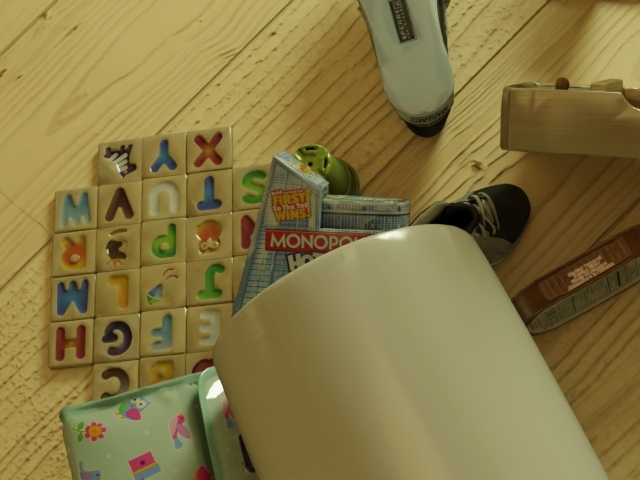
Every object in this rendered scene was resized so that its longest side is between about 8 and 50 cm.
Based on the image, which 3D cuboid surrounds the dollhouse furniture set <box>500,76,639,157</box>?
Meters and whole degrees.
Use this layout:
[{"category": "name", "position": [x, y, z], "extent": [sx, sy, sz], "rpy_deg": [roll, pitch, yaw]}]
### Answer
[{"category": "dollhouse furniture set", "position": [0.341, -0.291, 1.809], "extent": [0.256, 0.362, 0.394], "rpy_deg": [5, 98, 17]}]

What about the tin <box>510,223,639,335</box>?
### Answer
[{"category": "tin", "position": [0.290, 0.044, 1.818], "extent": [0.190, 0.106, 0.040], "rpy_deg": [-30, 73, 2]}]

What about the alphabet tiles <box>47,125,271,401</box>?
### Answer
[{"category": "alphabet tiles", "position": [-0.185, 0.030, 1.994], "extent": [0.285, 0.011, 0.342], "rpy_deg": [-6, 68, 12]}]

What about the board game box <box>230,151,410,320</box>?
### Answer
[{"category": "board game box", "position": [0.000, 0.000, 1.881], "extent": [0.194, 0.060, 0.194], "rpy_deg": [2, 98, 10]}]

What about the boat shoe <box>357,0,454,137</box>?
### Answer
[{"category": "boat shoe", "position": [0.103, -0.271, 1.988], "extent": [0.113, 0.105, 0.306], "rpy_deg": [-16, 73, 3]}]

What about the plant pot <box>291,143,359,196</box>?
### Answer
[{"category": "plant pot", "position": [-0.004, -0.075, 1.951], "extent": [0.083, 0.079, 0.083], "rpy_deg": [-5, 67, 13]}]

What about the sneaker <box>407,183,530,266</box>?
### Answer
[{"category": "sneaker", "position": [0.162, -0.014, 1.819], "extent": [0.229, 0.132, 0.086], "rpy_deg": [-32, 79, -29]}]

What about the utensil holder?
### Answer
[{"category": "utensil holder", "position": [0.103, 0.224, 1.669], "extent": [0.327, 0.327, 0.385], "rpy_deg": [-27, 66, 3]}]

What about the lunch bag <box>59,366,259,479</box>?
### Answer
[{"category": "lunch bag", "position": [-0.127, 0.263, 1.812], "extent": [0.262, 0.160, 0.223], "rpy_deg": [-14, 61, -4]}]
